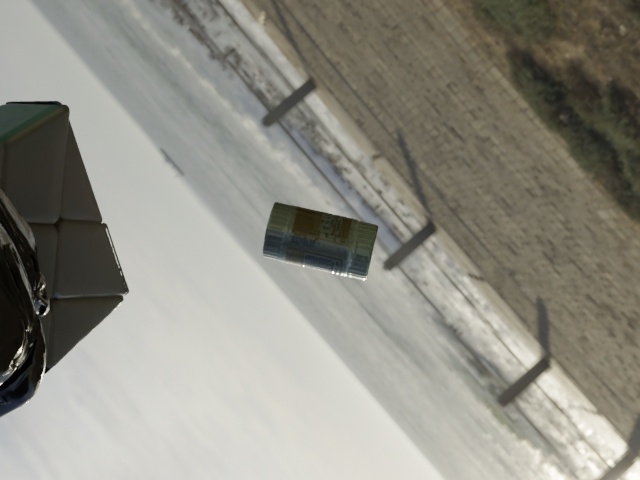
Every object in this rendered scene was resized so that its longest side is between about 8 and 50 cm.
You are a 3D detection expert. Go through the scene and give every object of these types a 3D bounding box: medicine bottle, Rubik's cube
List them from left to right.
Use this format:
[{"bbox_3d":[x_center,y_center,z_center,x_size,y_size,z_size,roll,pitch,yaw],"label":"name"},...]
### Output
[{"bbox_3d":[-0.354,0.013,0.878,0.225,0.231,0.221,5,122,28],"label":"Rubik's cube"},{"bbox_3d":[0.000,0.000,0.744,0.083,0.047,0.047,12,173,3],"label":"medicine bottle"}]

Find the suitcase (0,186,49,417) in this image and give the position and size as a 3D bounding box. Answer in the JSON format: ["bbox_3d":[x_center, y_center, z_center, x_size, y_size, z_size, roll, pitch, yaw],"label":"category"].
[{"bbox_3d":[-0.362,0.008,0.520,0.339,0.345,0.188,61,177,-22],"label":"suitcase"}]
